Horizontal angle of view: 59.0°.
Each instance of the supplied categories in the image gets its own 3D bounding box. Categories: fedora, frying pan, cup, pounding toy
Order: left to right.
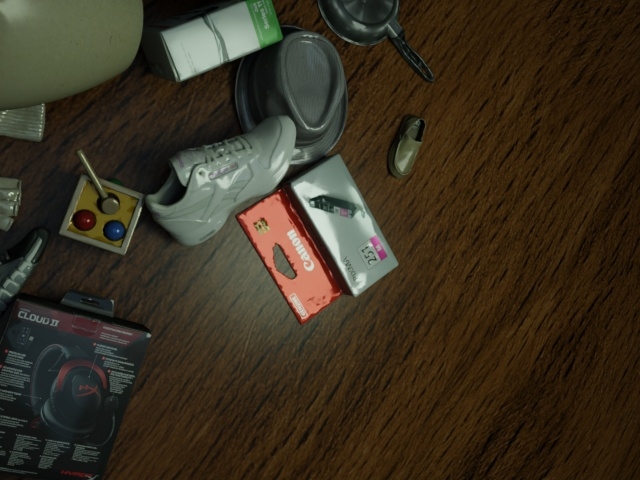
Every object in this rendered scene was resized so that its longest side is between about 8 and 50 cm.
[{"bbox_3d":[-0.413,-0.351,0.846,0.237,0.331,0.331,-7,94,-45],"label":"cup"},{"bbox_3d":[-0.374,-0.062,0.961,0.130,0.100,0.141,21,83,-24],"label":"pounding toy"},{"bbox_3d":[-0.035,-0.289,1.096,0.244,0.124,0.275,3,90,-24],"label":"fedora"},{"bbox_3d":[0.116,-0.458,1.206,0.197,0.053,0.326,-31,100,-20],"label":"frying pan"}]

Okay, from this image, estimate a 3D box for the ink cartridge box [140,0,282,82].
[{"bbox_3d":[-0.198,-0.361,0.998,0.208,0.153,0.087,-31,123,-21],"label":"ink cartridge box"}]

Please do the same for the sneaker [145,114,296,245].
[{"bbox_3d":[-0.170,-0.123,0.994,0.305,0.114,0.152,-44,140,-3],"label":"sneaker"}]

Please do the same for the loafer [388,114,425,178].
[{"bbox_3d":[0.190,-0.209,1.239,0.056,0.050,0.148,16,84,-24],"label":"loafer"}]

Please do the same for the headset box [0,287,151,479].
[{"bbox_3d":[-0.427,0.229,0.937,0.218,0.110,0.293,20,83,-24],"label":"headset box"}]

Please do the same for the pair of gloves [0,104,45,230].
[{"bbox_3d":[-0.570,-0.147,0.903,0.204,0.042,0.240,16,84,-24],"label":"pair of gloves"}]

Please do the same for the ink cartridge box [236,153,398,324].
[{"bbox_3d":[0.000,0.000,1.155,0.239,0.060,0.275,-35,105,-21],"label":"ink cartridge box"}]

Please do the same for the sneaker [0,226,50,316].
[{"bbox_3d":[-0.544,0.054,0.897,0.132,0.086,0.228,34,79,-19],"label":"sneaker"}]
